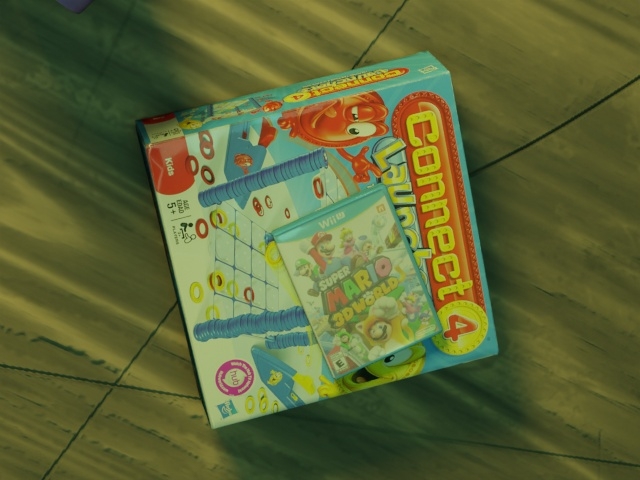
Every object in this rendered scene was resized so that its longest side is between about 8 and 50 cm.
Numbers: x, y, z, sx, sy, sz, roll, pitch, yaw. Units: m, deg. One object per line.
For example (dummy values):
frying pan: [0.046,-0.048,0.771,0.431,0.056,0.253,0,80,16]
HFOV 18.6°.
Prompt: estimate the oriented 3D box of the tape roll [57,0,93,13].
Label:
tape roll: [-0.271,-0.321,1.660,0.090,0.275,0.275,-42,111,4]

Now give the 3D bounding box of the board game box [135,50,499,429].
board game box: [0.000,0.000,1.926,0.302,0.086,0.308,-15,110,-7]

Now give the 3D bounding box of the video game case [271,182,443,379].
video game case: [0.037,0.040,1.892,0.119,0.015,0.166,-24,111,-3]
